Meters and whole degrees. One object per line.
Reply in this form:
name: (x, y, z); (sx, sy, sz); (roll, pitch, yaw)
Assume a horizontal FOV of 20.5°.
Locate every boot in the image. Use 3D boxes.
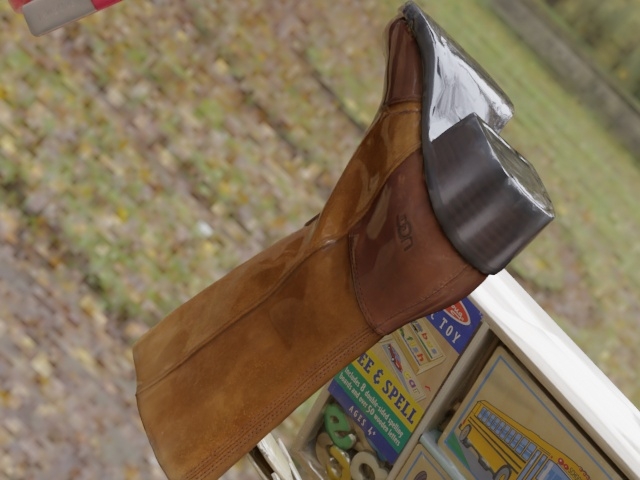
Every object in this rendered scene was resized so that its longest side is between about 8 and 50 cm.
boot: (0.000, 0.000, 1.102); (0.096, 0.280, 0.264); (38, 21, -36)

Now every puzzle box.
puzzle box: (0.159, 0.214, 1.318); (0.052, 0.272, 0.409); (-19, 57, -42)

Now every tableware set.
tableware set: (-0.042, 0.250, 1.728); (0.194, 0.039, 0.128); (60, 4, 38)

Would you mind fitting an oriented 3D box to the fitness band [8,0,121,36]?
fitness band: (-0.110, -0.223, 1.317); (0.209, 0.291, 0.054); (-35, 106, -49)
